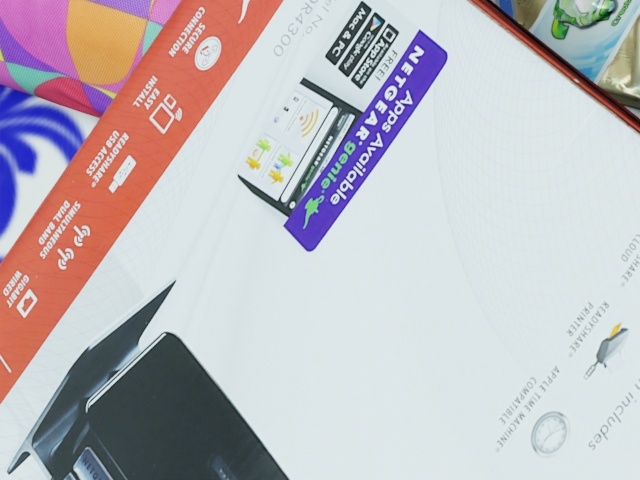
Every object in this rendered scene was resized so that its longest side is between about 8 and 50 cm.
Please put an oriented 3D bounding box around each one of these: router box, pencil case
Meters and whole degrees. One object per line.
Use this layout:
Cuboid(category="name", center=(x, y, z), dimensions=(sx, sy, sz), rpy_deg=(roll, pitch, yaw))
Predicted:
Cuboid(category="router box", center=(-0.010, 0.095, 0.556), dimensions=(0.335, 0.082, 0.301), rpy_deg=(-54, 43, 10))
Cuboid(category="pencil case", center=(-0.111, -0.107, 0.854), dimensions=(0.236, 0.104, 0.104), rpy_deg=(19, 86, 30))

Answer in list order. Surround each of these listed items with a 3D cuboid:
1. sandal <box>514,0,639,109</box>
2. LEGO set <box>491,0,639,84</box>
Cuboid(category="sandal", center=(0.172, -0.078, 0.713), dimensions=(0.240, 0.079, 0.088), rpy_deg=(13, 84, 28))
Cuboid(category="LEGO set", center=(0.065, -0.068, 0.720), dimensions=(0.182, 0.060, 0.244), rpy_deg=(23, 80, 56))
